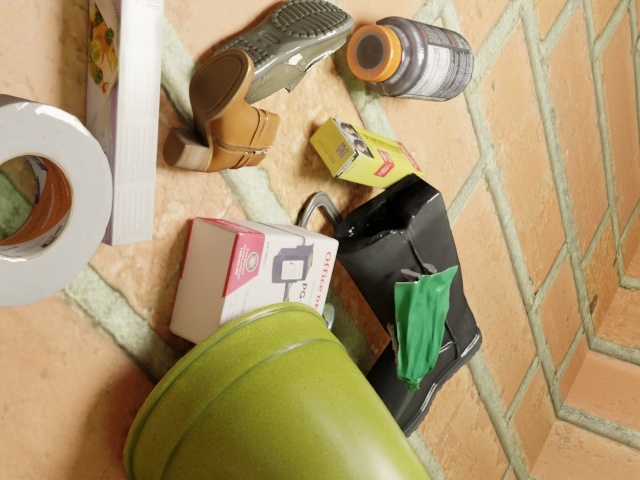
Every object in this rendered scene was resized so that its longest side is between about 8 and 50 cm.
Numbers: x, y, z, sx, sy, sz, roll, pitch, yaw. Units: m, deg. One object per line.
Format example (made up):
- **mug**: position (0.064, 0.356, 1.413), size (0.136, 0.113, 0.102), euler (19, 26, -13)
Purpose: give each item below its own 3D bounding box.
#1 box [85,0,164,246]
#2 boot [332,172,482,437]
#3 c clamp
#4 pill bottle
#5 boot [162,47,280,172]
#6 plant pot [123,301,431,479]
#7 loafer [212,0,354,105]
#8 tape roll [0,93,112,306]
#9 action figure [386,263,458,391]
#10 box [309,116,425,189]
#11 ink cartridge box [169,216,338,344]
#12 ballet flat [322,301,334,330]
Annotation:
- **box**: position (-0.233, -0.157, 0.922), size (0.067, 0.063, 0.324), euler (-13, 114, -49)
- **boot**: position (0.123, 0.147, 1.420), size (0.367, 0.146, 0.445), euler (-47, 141, -20)
- **c clamp**: position (0.000, 0.000, 1.336), size (0.137, 0.022, 0.160), euler (-55, 141, -23)
- **pill bottle**: position (0.148, -0.305, 1.319), size (0.246, 0.130, 0.130), euler (-7, 109, -52)
- **boot**: position (-0.105, -0.167, 1.032), size (0.152, 0.073, 0.197), euler (-3, 146, -46)
- **plant pot**: position (-0.016, 0.334, 1.076), size (0.366, 0.353, 0.366), euler (-33, 146, -26)
- **loafer**: position (-0.055, -0.266, 1.113), size (0.251, 0.094, 0.087), euler (-34, 154, -30)
- **tape roll**: position (-0.331, -0.042, 0.830), size (0.219, 0.072, 0.219), euler (-25, 124, -45)
- **action figure**: position (0.163, 0.157, 1.336), size (0.137, 0.063, 0.232), euler (-10, 115, -29)
- **box**: position (0.084, -0.139, 1.328), size (0.058, 0.087, 0.232), euler (-44, 152, 23)
- **ink cartridge box**: position (-0.092, 0.064, 1.170), size (0.237, 0.100, 0.172), euler (4, 101, -54)
- **ballet flat**: position (-0.037, 0.180, 1.331), size (0.070, 0.070, 0.188), euler (46, 63, -51)
